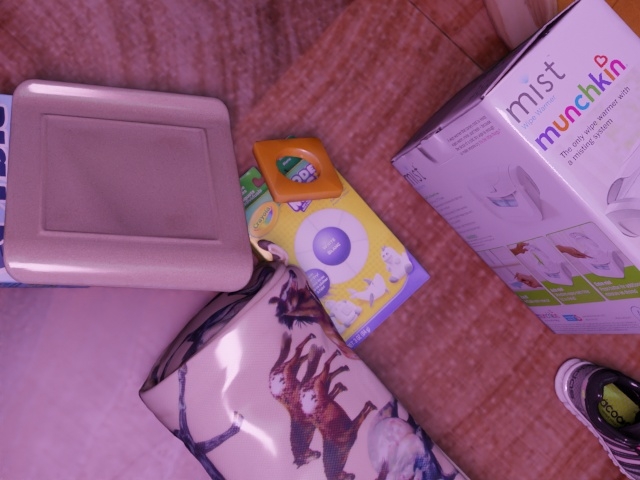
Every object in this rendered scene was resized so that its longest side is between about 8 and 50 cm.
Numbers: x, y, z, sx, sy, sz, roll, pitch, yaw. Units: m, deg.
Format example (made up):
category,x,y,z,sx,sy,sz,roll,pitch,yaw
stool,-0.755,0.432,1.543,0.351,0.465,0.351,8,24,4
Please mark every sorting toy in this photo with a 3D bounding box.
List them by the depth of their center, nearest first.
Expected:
category,x,y,z,sx,sy,sz,roll,pitch,yaw
sorting toy,-0.152,-0.038,0.785,0.348,0.047,0.196,3,50,-17

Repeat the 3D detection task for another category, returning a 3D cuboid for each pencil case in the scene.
category,x,y,z,sx,sy,sz,roll,pitch,yaw
pencil case,0.035,0.198,0.812,0.183,0.160,0.410,-42,93,-22

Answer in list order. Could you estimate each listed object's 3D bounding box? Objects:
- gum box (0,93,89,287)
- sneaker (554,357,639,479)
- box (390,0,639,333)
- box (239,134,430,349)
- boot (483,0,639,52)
category,x,y,z,sx,sy,sz,roll,pitch,yaw
gum box,-0.274,-0.041,0.802,0.184,0.041,0.156,2,79,-29
sneaker,0.289,0.173,0.899,0.170,0.075,0.063,44,80,-4
box,0.201,-0.042,0.808,0.127,0.262,0.231,-44,92,-11
box,0.000,0.000,0.882,0.105,0.043,0.179,-43,91,-11
boot,0.285,-0.220,0.927,0.211,0.104,0.295,-32,96,-16
